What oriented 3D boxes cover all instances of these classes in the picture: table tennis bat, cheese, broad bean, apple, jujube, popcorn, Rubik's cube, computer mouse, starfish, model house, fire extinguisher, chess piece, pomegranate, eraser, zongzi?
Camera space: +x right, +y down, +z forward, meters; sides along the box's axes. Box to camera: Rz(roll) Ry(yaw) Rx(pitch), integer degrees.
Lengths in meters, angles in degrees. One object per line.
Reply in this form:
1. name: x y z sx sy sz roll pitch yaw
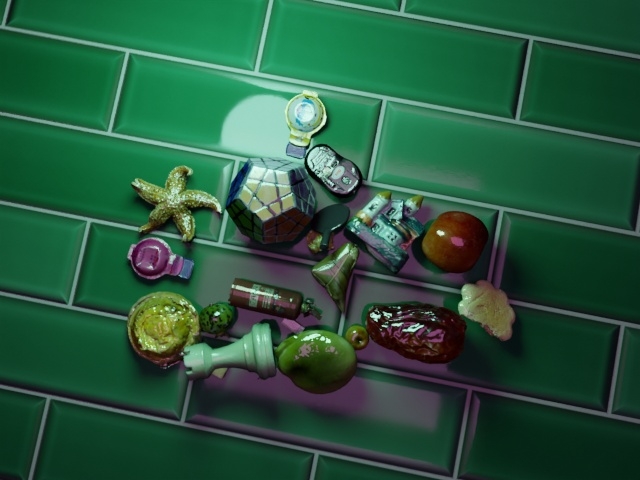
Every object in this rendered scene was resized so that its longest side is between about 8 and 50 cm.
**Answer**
1. table tennis bat: 0.029 -0.054 1.788 0.150 0.236 0.027 -12 129 21
2. cheese: -0.586 0.074 1.850 0.245 0.062 0.155 16 87 1
3. broad bean: -0.016 0.427 1.779 0.291 0.119 0.237 1 101 7
4. apple: 0.469 0.006 1.761 0.201 0.218 0.218 32 87 10
5. jujube: 0.324 0.313 1.754 0.343 0.216 0.216 13 86 8
6. popcorn: 0.000 -0.002 1.837 0.097 0.089 0.109 20 70 40
7. Rubik's cube: -0.171 -0.141 1.755 0.264 0.319 0.318 28 87 -25
8. computer mouse: 0.048 -0.251 1.846 0.233 0.096 0.137 44 83 8
9. starfish: -0.537 -0.120 1.842 0.312 0.113 0.303 -28 85 -4
10. model house: 0.265 -0.066 1.794 0.253 0.184 0.291 41 83 8
11. fire extinguisher: -0.156 0.223 1.789 0.337 0.147 0.106 12 99 3
12. chess piece: -0.310 0.400 1.745 0.299 0.194 0.194 -8 86 -6
13. apple: 0.132 0.350 1.811 0.090 0.074 0.089 0 88 -1
14. pomegranate: -0.370 0.296 1.813 0.122 0.122 0.161 -14 115 0
15. eraser: -0.101 0.311 1.845 0.083 0.019 0.038 34 86 3
16. zongzi: 0.099 0.128 1.820 0.205 0.094 0.204 -37 90 -2
17. cheese: -0.064 -0.431 1.876 0.157 0.064 0.249 14 99 3

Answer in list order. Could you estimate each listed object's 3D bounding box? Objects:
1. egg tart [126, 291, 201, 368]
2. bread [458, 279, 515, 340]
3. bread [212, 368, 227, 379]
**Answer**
1. egg tart: -0.568 0.323 1.810 0.291 0.107 0.290 0 86 2
2. bread: 0.598 0.235 1.785 0.251 0.039 0.181 32 65 -16
3. bread: -0.403 0.437 1.818 0.154 0.028 0.068 30 85 -16
